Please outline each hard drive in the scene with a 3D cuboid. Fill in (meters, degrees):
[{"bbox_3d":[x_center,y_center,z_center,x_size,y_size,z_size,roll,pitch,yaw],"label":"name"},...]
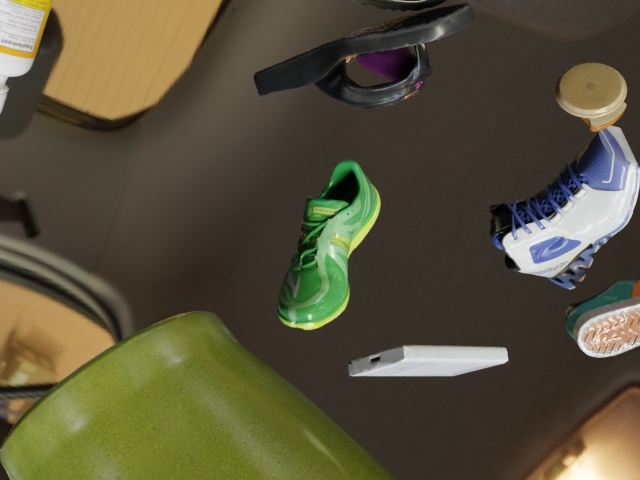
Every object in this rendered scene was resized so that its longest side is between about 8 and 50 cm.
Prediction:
[{"bbox_3d":[0.246,0.276,1.908,0.203,0.307,0.040,-28,-117,51],"label":"hard drive"}]

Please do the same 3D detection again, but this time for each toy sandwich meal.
[{"bbox_3d":[0.305,-0.163,0.940,0.029,0.086,0.085,66,27,-59],"label":"toy sandwich meal"}]

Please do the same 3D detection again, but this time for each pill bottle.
[{"bbox_3d":[-0.405,-0.284,1.018,0.245,0.136,0.136,-67,-156,13],"label":"pill bottle"}]

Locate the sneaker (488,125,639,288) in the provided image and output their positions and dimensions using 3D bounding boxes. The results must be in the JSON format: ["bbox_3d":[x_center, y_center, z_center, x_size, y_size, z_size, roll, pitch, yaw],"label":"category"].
[{"bbox_3d":[0.384,-0.040,1.389,0.127,0.182,0.315,-98,-164,-44],"label":"sneaker"}]

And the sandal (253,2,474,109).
[{"bbox_3d":[0.065,-0.241,1.176,0.446,0.167,0.107,0,-66,60],"label":"sandal"}]

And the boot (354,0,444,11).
[{"bbox_3d":[0.042,-0.397,0.933,0.260,0.348,0.131,141,-38,-69],"label":"boot"}]

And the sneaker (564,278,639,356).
[{"bbox_3d":[0.553,0.102,1.382,0.121,0.302,0.108,-97,175,-68],"label":"sneaker"}]

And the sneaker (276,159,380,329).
[{"bbox_3d":[0.000,0.000,1.224,0.109,0.123,0.295,2,-130,25],"label":"sneaker"}]

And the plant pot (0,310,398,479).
[{"bbox_3d":[-0.095,0.267,0.760,0.353,0.366,0.366,52,-50,14],"label":"plant pot"}]
